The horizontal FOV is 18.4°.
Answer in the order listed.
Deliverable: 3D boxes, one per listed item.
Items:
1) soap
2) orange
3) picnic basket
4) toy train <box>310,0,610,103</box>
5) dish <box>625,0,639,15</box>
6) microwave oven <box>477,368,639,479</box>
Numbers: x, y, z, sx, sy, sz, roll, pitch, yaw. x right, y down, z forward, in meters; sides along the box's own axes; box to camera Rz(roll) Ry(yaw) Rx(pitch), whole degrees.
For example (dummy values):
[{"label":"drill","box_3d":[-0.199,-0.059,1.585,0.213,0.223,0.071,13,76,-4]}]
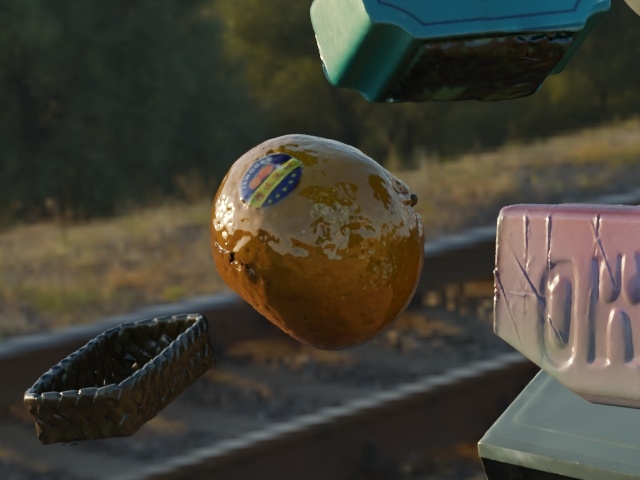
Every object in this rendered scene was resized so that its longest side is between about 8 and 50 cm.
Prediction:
[{"label":"soap","box_3d":[0.317,0.064,1.880,0.109,0.192,0.324,-2,4,-43]},{"label":"orange","box_3d":[-0.002,0.000,1.887,0.193,0.219,0.219,-42,22,-18]},{"label":"picnic basket","box_3d":[-0.162,0.116,1.635,0.110,0.054,0.193,-8,12,23]},{"label":"toy train","box_3d":[0.083,-0.166,1.223,0.198,0.154,0.107,-5,-22,-20]},{"label":"dish","box_3d":[0.317,-0.293,1.959,0.066,0.190,0.191,-13,8,-7]},{"label":"microwave oven","box_3d":[0.363,0.251,2.147,0.295,0.181,0.237,8,37,40]}]
